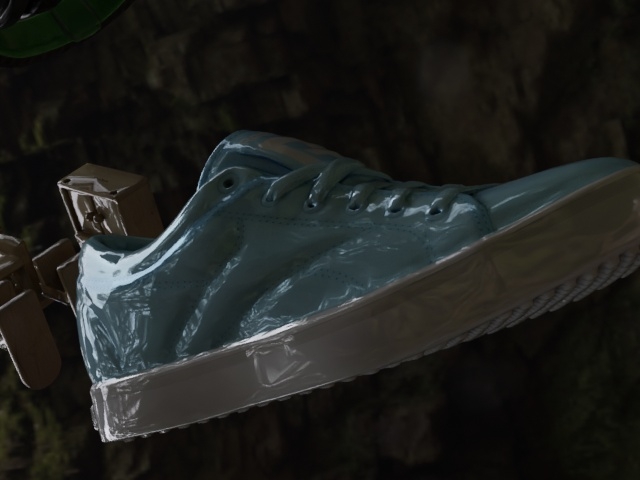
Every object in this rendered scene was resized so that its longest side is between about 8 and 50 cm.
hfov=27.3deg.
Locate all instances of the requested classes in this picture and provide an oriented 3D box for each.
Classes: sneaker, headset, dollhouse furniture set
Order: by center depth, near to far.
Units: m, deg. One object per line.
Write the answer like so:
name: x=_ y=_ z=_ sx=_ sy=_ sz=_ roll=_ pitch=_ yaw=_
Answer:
sneaker: x=0.000 y=0.000 z=0.694 sx=0.135 sy=0.365 sz=0.150 roll=-9 pitch=-99 yaw=-61
headset: x=-0.226 y=-0.273 z=1.192 sx=0.243 sy=0.394 sz=0.185 roll=-36 pitch=-105 yaw=-15
dollhouse furniture set: x=-0.265 y=0.057 z=1.300 sx=0.242 sy=0.212 sz=0.161 roll=-38 pitch=-53 yaw=-35
